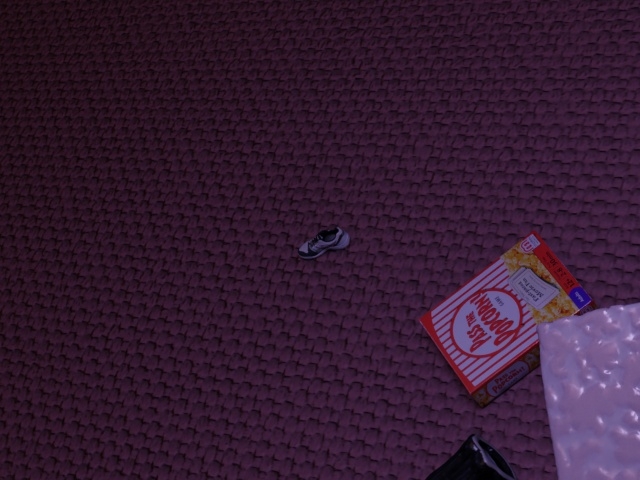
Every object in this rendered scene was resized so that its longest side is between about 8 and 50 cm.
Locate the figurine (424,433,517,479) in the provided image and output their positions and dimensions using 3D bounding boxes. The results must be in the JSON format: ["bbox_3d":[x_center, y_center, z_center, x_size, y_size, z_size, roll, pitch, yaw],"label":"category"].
[{"bbox_3d":[0.161,0.373,1.781,0.209,0.092,0.215,-42,47,12],"label":"figurine"}]

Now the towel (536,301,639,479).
[{"bbox_3d":[0.415,0.211,1.670,0.331,0.053,0.317,-14,76,28],"label":"towel"}]

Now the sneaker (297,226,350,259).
[{"bbox_3d":[0.000,0.000,2.167,0.083,0.037,0.032,-20,52,22],"label":"sneaker"}]

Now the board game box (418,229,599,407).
[{"bbox_3d":[0.241,0.099,1.936,0.193,0.045,0.147,-39,47,4],"label":"board game box"}]
